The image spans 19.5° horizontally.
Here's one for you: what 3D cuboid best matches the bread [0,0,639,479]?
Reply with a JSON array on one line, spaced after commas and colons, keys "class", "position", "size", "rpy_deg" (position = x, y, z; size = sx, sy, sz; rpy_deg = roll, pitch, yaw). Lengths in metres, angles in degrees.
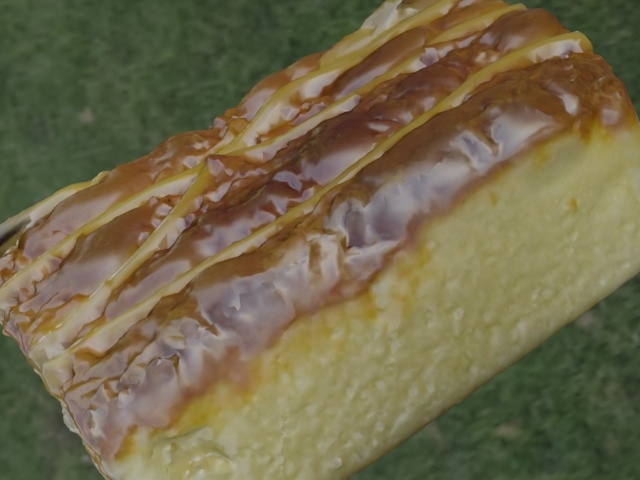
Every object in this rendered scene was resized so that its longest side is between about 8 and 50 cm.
[{"class": "bread", "position": [0.000, 0.000, 0.818], "size": [0.185, 0.274, 0.114], "rpy_deg": [41, 159, 52]}]
